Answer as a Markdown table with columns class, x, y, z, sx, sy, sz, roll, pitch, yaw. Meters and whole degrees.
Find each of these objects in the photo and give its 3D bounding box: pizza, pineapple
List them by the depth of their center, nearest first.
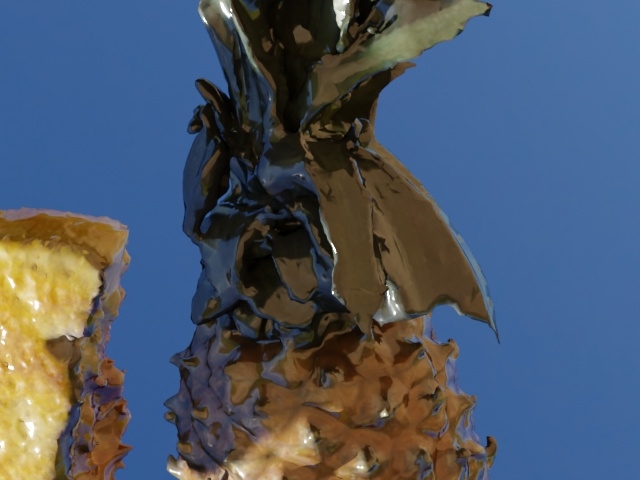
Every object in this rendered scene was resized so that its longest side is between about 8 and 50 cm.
| class | x | y | z | sx | sy | sz | roll | pitch | yaw |
| --- | --- | --- | --- | --- | --- | --- | --- | --- | --- |
| pineapple | 0.000 | 0.002 | 0.827 | 0.165 | 0.364 | 0.165 | -3 | -153 | 2 |
| pizza | -0.243 | 0.121 | 1.255 | 0.278 | 0.409 | 0.114 | 43 | -146 | -6 |
